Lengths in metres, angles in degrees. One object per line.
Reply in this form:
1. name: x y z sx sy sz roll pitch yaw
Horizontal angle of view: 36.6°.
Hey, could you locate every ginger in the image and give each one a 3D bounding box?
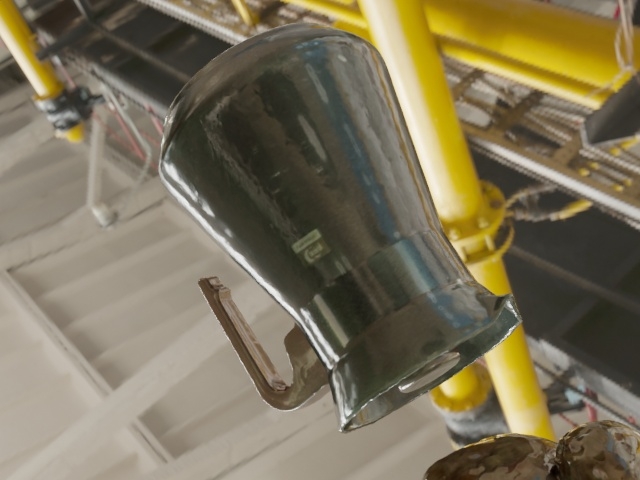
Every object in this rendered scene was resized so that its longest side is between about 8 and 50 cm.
1. ginger: 0.177 0.278 0.812 0.244 0.304 0.155 8 -156 17

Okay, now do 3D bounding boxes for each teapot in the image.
1. teapot: 0.000 0.000 0.940 0.300 0.253 0.344 -42 -111 30
